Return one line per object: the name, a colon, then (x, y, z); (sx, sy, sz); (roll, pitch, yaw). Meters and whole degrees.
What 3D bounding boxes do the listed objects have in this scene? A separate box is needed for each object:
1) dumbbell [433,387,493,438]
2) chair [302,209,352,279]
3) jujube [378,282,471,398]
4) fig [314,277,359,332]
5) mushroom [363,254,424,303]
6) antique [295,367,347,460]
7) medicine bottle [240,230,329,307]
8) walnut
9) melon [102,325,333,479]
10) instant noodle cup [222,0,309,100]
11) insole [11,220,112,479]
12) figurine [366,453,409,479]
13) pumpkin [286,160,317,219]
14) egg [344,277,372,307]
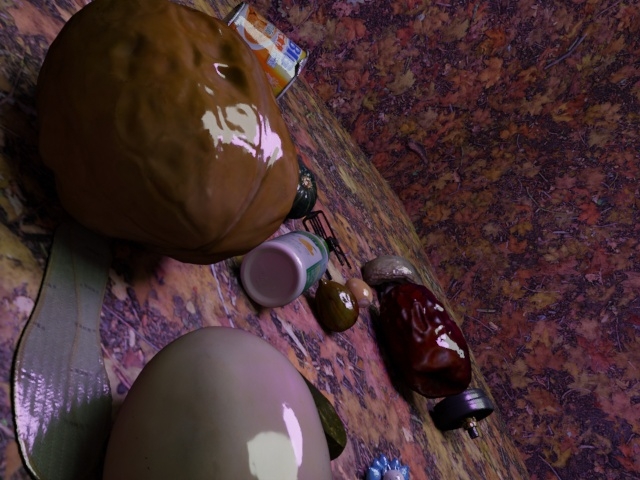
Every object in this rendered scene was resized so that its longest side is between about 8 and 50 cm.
dumbbell: (0.422, 0.458, 1.740); (0.185, 0.185, 0.388); (38, 26, -51)
chair: (0.000, 0.000, 1.498); (0.212, 0.084, 0.101); (64, 13, 17)
jujube: (0.309, 0.300, 1.607); (0.258, 0.258, 0.376); (44, 10, -42)
fig: (0.031, 0.147, 1.288); (0.154, 0.103, 0.109); (60, -8, -28)
mushroom: (0.281, 0.150, 1.910); (0.267, 0.164, 0.189); (53, 18, -19)
antique: (-0.043, 0.283, 0.868); (0.221, 0.081, 0.080); (50, 20, -29)
medicine bottle: (-0.062, 0.050, 1.135); (0.133, 0.133, 0.274); (59, 15, 1)
walnut: (-0.205, -0.155, 0.755); (0.397, 0.308, 0.354); (67, 13, 20)
melon: (-0.100, 0.234, 0.526); (0.223, 0.223, 0.316); (45, 24, -40)
instant noodle cup: (-0.208, -0.480, 1.434); (0.214, 0.296, 0.296); (39, 23, -26)
insole: (-0.282, 0.106, 0.602); (0.119, 0.009, 0.348); (42, 23, -43)
figurine: (0.136, 0.474, 1.050); (0.114, 0.079, 0.114); (9, 48, -10)
pumpkin: (-0.079, -0.139, 1.431); (0.167, 0.125, 0.167); (24, 51, -34)
egg: (0.108, 0.153, 1.540); (0.080, 0.080, 0.096); (38, 26, -50)
